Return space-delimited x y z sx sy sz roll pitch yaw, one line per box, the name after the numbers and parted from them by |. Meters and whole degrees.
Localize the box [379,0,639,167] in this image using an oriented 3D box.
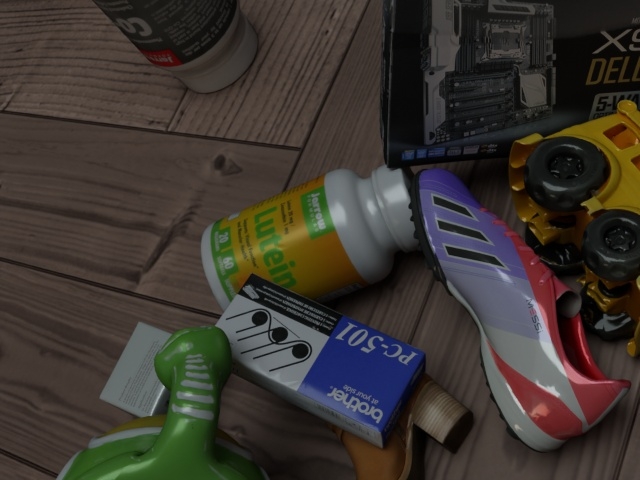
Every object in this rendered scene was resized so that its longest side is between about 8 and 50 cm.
0.215 -0.189 0.909 0.307 0.242 0.077 -4 54 -2 | box

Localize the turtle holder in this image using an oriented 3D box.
-0.163 0.263 0.880 0.243 0.320 0.227 -18 16 -2 | turtle holder

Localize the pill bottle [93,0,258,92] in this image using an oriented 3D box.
-0.212 -0.338 1.267 0.161 0.283 0.161 -13 57 22 | pill bottle

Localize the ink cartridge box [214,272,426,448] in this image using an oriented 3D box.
-0.006 0.118 0.928 0.207 0.046 0.097 23 62 20 | ink cartridge box

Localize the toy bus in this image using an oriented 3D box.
0.321 -0.028 0.899 0.211 0.149 0.220 -25 54 -6 | toy bus

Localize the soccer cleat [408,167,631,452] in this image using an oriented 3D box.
0.190 0.043 0.906 0.116 0.108 0.318 -40 57 32 | soccer cleat

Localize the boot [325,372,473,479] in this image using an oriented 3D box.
0.045 0.212 0.941 0.152 0.073 0.197 29 66 36 | boot

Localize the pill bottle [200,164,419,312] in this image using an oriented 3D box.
0.000 0.000 1.045 0.245 0.136 0.136 -23 54 16 | pill bottle

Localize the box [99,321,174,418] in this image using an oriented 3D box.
-0.180 0.166 1.068 0.087 0.102 0.101 15 71 32 | box
